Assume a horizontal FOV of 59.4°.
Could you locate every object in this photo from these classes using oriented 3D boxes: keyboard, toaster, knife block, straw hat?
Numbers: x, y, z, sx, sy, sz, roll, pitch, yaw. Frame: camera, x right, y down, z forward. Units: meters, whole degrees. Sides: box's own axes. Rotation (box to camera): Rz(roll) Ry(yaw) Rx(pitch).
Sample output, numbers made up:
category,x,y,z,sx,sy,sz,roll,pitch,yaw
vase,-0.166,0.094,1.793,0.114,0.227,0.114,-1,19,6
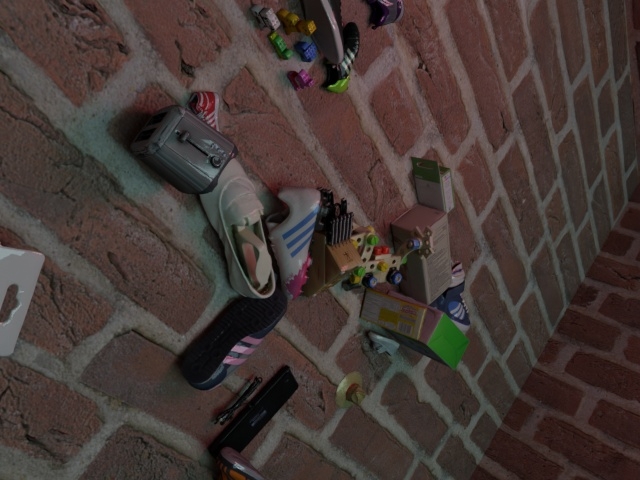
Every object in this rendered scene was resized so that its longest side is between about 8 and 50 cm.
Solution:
category,x,y,z,sx,sy,sz,roll,pitch,yaw
keyboard,-0.195,0.477,1.586,0.317,0.033,0.201,-45,140,-24
toaster,-0.276,-0.179,1.110,0.146,0.227,0.129,39,76,-29
knife block,0.000,0.000,1.561,0.088,0.242,0.275,-19,164,-38
straw hat,0.119,0.522,1.905,0.144,0.061,0.144,-20,121,-39

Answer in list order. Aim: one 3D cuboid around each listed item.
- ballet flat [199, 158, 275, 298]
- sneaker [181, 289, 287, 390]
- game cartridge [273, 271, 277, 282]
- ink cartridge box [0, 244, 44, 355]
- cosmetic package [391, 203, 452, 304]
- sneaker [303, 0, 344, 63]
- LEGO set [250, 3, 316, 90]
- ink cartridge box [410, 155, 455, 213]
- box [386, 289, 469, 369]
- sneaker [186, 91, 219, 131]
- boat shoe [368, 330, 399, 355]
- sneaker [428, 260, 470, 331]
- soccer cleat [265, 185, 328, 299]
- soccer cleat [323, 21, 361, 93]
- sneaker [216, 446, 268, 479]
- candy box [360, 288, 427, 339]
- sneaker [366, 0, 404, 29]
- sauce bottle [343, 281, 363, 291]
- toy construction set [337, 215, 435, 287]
category,x,y,z,sx,sy,sz,roll,pitch,yaw
ballet flat,-0.177,-0.029,1.316,0.139,0.139,0.400,-33,127,-33
sneaker,-0.210,0.254,1.432,0.319,0.112,0.131,-39,153,-19
game cartridge,-0.147,0.115,1.481,0.056,0.017,0.083,40,70,-40
ink cartridge box,-0.652,0.062,0.874,0.353,0.119,0.207,18,93,-47
cosmetic package,0.344,0.047,1.885,0.153,0.129,0.296,-33,128,-31
sneaker,0.034,-0.577,1.318,0.147,0.104,0.296,-38,126,-22
LEGO set,-0.052,-0.458,1.290,0.087,0.093,0.227,-52,136,-17
ink cartridge box,0.368,-0.190,1.823,0.062,0.109,0.209,-40,131,-28
box,0.349,0.303,1.921,0.127,0.231,0.262,-59,138,-12
sneaker,-0.253,-0.261,1.205,0.067,0.042,0.118,-8,105,-48
boat shoe,0.211,0.360,1.936,0.063,0.066,0.184,-63,147,-6
sneaker,0.510,0.202,2.117,0.322,0.130,0.236,23,93,-43
soccer cleat,-0.082,0.004,1.461,0.143,0.116,0.331,12,118,-7
soccer cleat,0.053,-0.465,1.423,0.072,0.060,0.179,-1,110,-44
sneaker,-0.242,0.694,1.535,0.180,0.124,0.321,-46,144,-20
candy box,0.230,0.232,1.790,0.027,0.206,0.105,-6,112,-60
sneaker,0.157,-0.659,1.433,0.098,0.083,0.224,-34,129,-25
sauce bottle,0.124,0.130,1.759,0.128,0.042,0.042,-21,121,-39
toy construction set,0.180,0.032,1.678,0.327,0.151,0.215,1,107,-23
